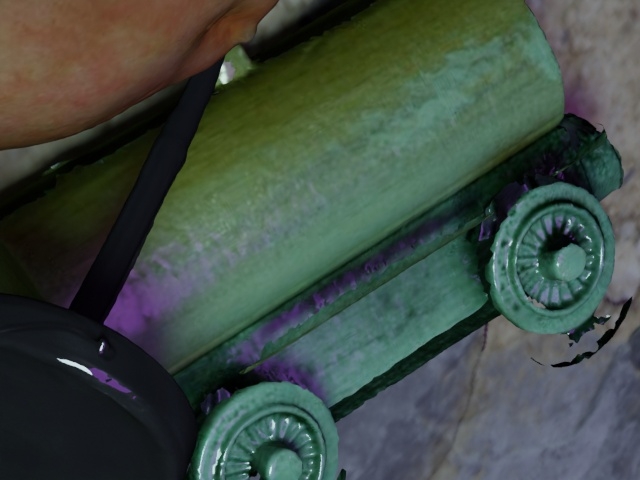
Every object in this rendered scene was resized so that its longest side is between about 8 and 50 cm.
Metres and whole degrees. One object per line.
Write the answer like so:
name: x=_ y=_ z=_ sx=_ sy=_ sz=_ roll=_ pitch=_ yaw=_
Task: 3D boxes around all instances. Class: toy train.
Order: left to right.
toy train: x=0.003 y=0.000 z=0.749 sx=0.307 sy=0.126 sz=0.189 roll=-32 pitch=121 yaw=-20

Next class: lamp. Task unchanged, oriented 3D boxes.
lamp: x=-0.032 y=-0.077 z=0.646 sx=0.130 sy=0.108 sz=0.371 roll=34 pitch=72 yaw=-18

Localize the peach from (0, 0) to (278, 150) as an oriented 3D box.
peach: x=-0.126 y=-0.162 z=0.524 sx=0.292 sy=0.247 sz=0.292 roll=2 pitch=77 yaw=-10
